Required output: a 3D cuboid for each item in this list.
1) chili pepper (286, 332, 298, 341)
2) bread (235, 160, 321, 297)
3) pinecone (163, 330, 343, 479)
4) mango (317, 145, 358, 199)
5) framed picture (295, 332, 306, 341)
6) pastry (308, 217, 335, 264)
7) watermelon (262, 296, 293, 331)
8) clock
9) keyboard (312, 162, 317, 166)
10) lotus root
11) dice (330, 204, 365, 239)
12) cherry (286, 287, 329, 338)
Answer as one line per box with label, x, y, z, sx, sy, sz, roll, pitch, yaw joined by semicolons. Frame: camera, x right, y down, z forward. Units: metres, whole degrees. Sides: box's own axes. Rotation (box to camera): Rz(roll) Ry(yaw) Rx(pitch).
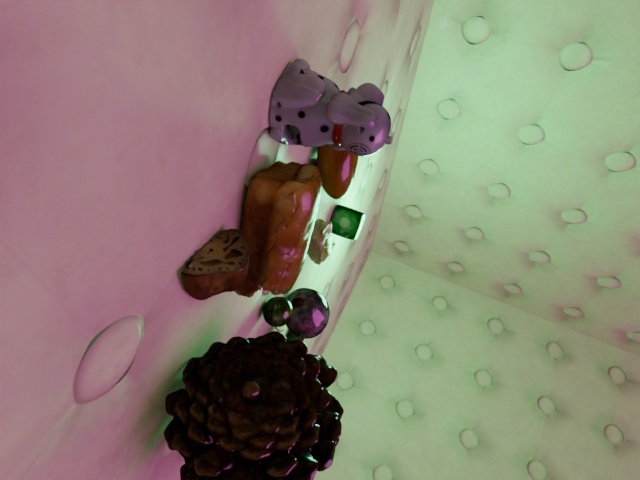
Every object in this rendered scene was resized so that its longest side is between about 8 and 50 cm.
chili pepper;-0.100;0.394;1.926;0.100;0.074;0.256;77;32;-65
bread;-0.094;-0.014;1.024;0.195;0.149;0.343;-49;157;-56
pinecone;-0.137;0.412;0.996;0.398;0.398;0.397;22;90;-78
mango;0.051;-0.232;1.299;0.151;0.121;0.220;-20;116;-70
framed picture;-0.171;0.498;1.563;0.324;0.020;0.240;-51;-173;34
pastry;-0.002;0.006;1.612;0.258;0.089;0.121;74;35;-69
watermelon;-0.140;0.233;1.398;0.109;0.109;0.108;22;90;-78
clock;0.038;-0.266;0.936;0.189;0.254;0.188;17;90;-79
keyboard;-0.028;-0.198;1.308;0.231;0.023;0.072;-45;147;-63
lotus root;-0.194;0.060;0.867;0.159;0.095;0.135;-53;165;-33
dice;0.116;-0.079;1.880;0.120;0.131;0.128;-16;125;-75
cherry;-0.058;0.270;1.637;0.195;0.195;0.195;22;90;-78
